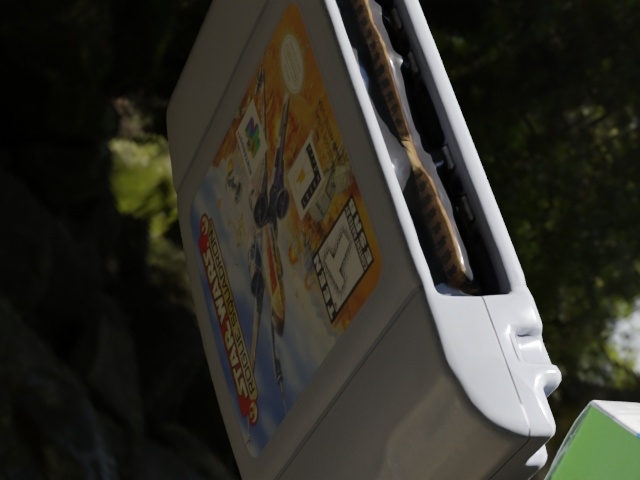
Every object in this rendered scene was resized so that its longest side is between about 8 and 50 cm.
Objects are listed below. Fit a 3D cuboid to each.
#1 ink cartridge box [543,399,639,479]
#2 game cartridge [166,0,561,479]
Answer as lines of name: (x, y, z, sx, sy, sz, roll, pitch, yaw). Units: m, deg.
ink cartridge box: (0.214, 0.154, 0.668, 0.209, 0.062, 0.109, 35, 14, 33)
game cartridge: (0.000, 0.000, 0.634, 0.062, 0.198, 0.297, 3, 53, -29)
